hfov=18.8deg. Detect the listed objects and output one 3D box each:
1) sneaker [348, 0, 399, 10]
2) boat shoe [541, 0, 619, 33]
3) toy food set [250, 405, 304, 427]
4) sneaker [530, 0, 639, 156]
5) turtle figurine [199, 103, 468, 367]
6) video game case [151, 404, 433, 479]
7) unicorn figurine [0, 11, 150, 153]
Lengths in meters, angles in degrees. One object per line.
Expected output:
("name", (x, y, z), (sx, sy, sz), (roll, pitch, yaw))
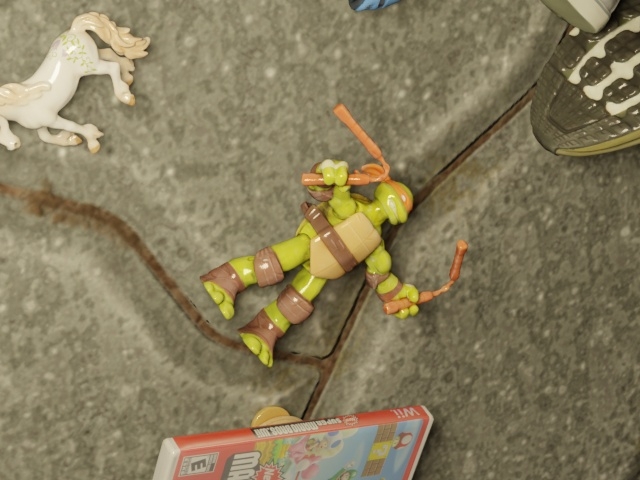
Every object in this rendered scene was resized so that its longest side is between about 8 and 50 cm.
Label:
("sneaker", (0.032, -0.284, 1.606), (0.082, 0.069, 0.209), (-27, 127, -13))
("boat shoe", (0.205, -0.276, 1.723), (0.081, 0.079, 0.227), (-56, 135, -7))
("toy food set", (-0.046, 0.202, 1.850), (0.083, 0.020, 0.082), (33, 95, -40))
("sneaker", (0.390, -0.162, 1.862), (0.410, 0.158, 0.182), (-28, 139, -13))
("turtle figurine", (0.000, 0.000, 1.727), (0.217, 0.087, 0.269), (-35, 137, -2))
("video game case", (-0.041, 0.256, 1.856), (0.285, 0.025, 0.204), (-5, 128, -31))
("unicorn figurine", (-0.213, -0.115, 1.555), (0.111, 0.060, 0.162), (34, 78, -39))
